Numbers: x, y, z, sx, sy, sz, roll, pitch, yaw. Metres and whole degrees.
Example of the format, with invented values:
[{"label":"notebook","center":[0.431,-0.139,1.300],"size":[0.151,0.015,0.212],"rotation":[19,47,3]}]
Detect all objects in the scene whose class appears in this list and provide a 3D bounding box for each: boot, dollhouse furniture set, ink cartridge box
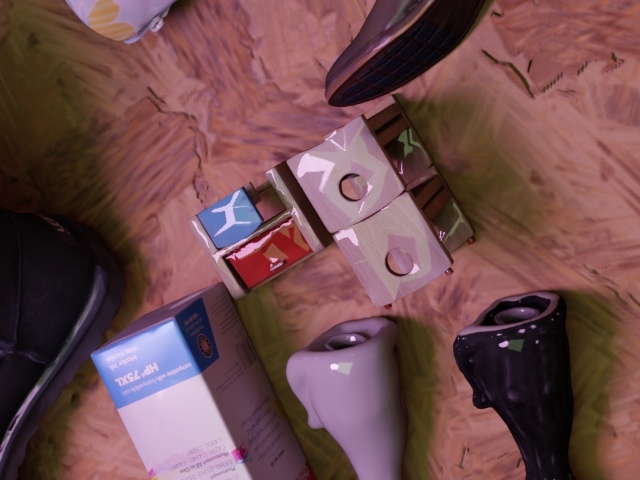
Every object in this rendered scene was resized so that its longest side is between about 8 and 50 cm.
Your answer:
[{"label":"boot","center":[0.067,-0.197,1.453],"size":[0.219,0.082,0.106],"rotation":[-41,65,26]},{"label":"dollhouse furniture set","center":[0.000,0.000,1.465],"size":[0.183,0.129,0.129],"rotation":[-31,93,17]},{"label":"boot","center":[-0.371,0.093,1.386],"size":[0.146,0.445,0.367],"rotation":[31,93,29]},{"label":"ink cartridge box","center":[-0.075,0.160,1.514],"size":[0.078,0.134,0.231],"rotation":[-24,94,16]}]

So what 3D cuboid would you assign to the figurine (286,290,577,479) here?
[{"label":"figurine","center":[0.099,0.161,1.501],"size":[0.214,0.092,0.209],"rotation":[-9,103,16]}]

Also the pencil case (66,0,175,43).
[{"label":"pencil case","center":[-0.077,-0.256,1.440],"size":[0.273,0.113,0.124],"rotation":[-31,90,17]}]
